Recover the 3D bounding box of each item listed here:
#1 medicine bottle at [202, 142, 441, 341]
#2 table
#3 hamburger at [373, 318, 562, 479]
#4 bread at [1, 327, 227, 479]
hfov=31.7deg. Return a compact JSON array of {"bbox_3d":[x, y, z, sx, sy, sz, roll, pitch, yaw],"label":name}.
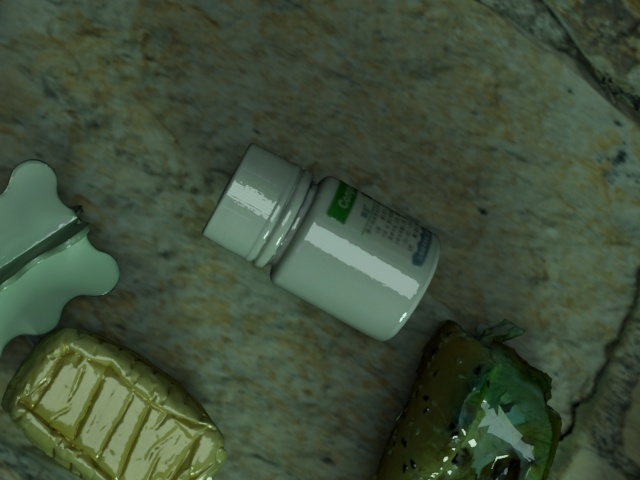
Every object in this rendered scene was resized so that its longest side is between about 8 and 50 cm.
[{"bbox_3d":[0.000,0.000,1.226,0.236,0.139,0.139,28,85,-4],"label":"medicine bottle"},{"bbox_3d":[-0.325,0.029,1.167,0.198,0.166,0.166,-34,93,-7],"label":"table"},{"bbox_3d":[0.161,0.222,1.222,0.167,0.192,0.288,23,85,3],"label":"hamburger"},{"bbox_3d":[-0.217,0.192,1.204,0.236,0.106,0.140,36,83,-5],"label":"bread"}]
